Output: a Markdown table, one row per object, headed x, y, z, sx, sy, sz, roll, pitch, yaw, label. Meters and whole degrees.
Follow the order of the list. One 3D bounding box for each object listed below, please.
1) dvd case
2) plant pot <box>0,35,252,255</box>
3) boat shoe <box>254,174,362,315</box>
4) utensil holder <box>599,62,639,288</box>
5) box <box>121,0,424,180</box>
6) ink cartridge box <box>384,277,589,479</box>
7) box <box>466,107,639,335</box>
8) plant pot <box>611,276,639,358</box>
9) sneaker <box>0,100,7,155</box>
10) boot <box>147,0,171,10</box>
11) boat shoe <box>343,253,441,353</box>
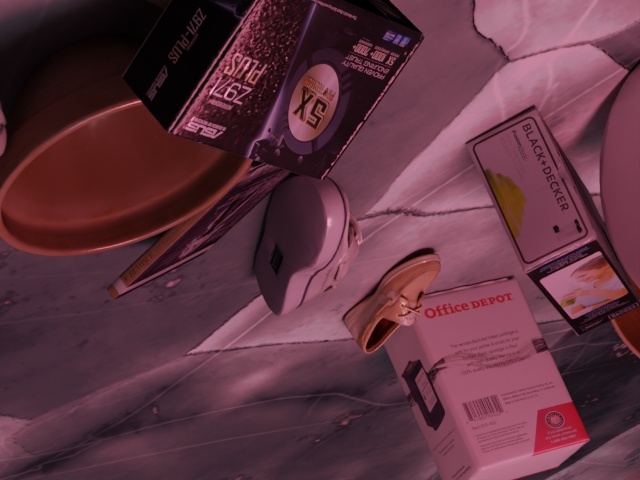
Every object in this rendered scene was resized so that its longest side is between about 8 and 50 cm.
| x | y | z | sx | sy | sz | roll | pitch | yaw | label |
| --- | --- | --- | --- | --- | --- | --- | --- | --- | --- |
| -0.096 | -0.031 | 1.771 | 0.221 | 0.018 | 0.164 | -42 | 173 | 33 | dvd case |
| -0.177 | -0.094 | 1.520 | 0.237 | 0.109 | 0.237 | -20 | 157 | -9 | plant pot |
| 0.000 | 0.000 | 1.905 | 0.088 | 0.096 | 0.267 | -20 | 157 | -20 | boat shoe |
| 0.548 | -0.073 | 1.985 | 0.386 | 0.327 | 0.327 | -5 | 150 | -35 | utensil holder |
| -0.034 | -0.140 | 1.386 | 0.180 | 0.077 | 0.147 | 16 | 116 | -48 | box |
| 0.205 | 0.183 | 2.301 | 0.172 | 0.237 | 0.100 | -11 | 156 | -28 | ink cartridge box |
| 0.265 | -0.015 | 2.034 | 0.087 | 0.169 | 0.290 | -26 | 158 | 10 | box |
| 0.523 | 0.037 | 2.357 | 0.237 | 0.237 | 0.254 | -39 | 168 | 30 | plant pot |
| -0.347 | -0.077 | 1.385 | 0.232 | 0.115 | 0.090 | -18 | 156 | -14 | sneaker |
| -0.033 | -0.224 | 1.431 | 0.213 | 0.077 | 0.165 | -29 | 153 | 11 | boot |
| 0.096 | 0.078 | 2.197 | 0.063 | 0.059 | 0.170 | -3 | 149 | -40 | boat shoe |
